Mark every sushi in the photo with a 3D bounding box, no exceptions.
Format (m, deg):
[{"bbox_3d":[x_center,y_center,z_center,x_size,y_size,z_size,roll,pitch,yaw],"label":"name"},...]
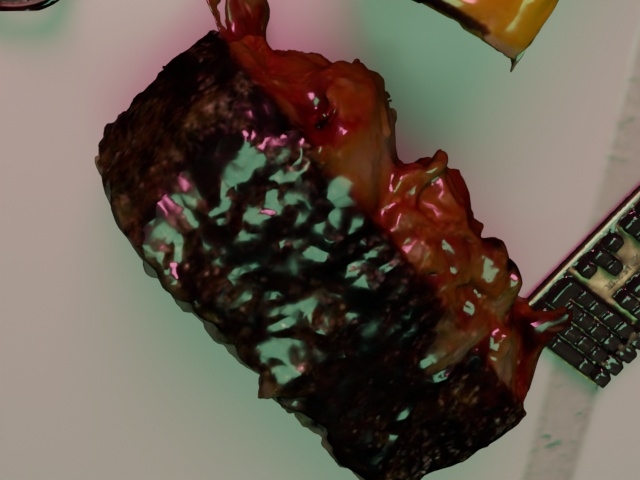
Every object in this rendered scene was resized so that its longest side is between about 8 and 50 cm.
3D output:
[{"bbox_3d":[0.000,0.000,0.625,0.182,0.196,0.343,-41,118,-4],"label":"sushi"}]

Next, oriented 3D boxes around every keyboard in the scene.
[{"bbox_3d":[0.280,-0.023,0.701,0.106,0.027,0.317,35,109,-17],"label":"keyboard"}]

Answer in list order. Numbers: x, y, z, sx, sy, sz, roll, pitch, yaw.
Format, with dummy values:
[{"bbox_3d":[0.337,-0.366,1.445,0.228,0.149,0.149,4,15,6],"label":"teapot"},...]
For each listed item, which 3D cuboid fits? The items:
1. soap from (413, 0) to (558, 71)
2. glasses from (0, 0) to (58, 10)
[{"bbox_3d":[0.122,-0.267,0.477,0.096,0.204,0.324,23,114,-14],"label":"soap"},{"bbox_3d":[-0.244,-0.214,0.548,0.255,0.095,0.162,-1,96,-4],"label":"glasses"}]
